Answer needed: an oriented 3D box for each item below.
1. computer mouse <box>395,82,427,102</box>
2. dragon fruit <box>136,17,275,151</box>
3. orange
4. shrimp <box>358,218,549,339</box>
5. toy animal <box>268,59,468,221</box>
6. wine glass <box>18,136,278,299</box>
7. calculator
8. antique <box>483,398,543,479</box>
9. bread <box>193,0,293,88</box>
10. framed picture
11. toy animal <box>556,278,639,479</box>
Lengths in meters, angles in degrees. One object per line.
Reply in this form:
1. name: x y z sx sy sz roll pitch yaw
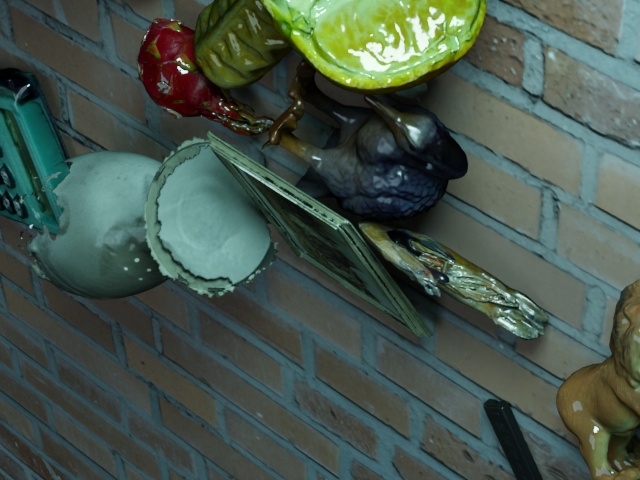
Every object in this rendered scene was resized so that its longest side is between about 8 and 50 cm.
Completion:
1. computer mouse: 0.070 -0.179 1.614 0.110 0.032 0.056 47 160 -22
2. dragon fruit: -0.129 -0.162 1.831 0.190 0.094 0.094 44 148 1
3. orange: 0.031 -0.239 1.462 0.237 0.179 0.158 54 171 -5
4. shrimp: 0.133 0.036 1.654 0.219 0.046 0.152 32 -175 0
5. toy animal: 0.043 -0.090 1.630 0.185 0.122 0.298 24 162 -2
6. wine glass: -0.211 -0.021 1.978 0.357 0.190 0.190 -1 121 53
7. calculator: -0.436 -0.130 2.284 0.274 0.058 0.248 17 133 45
8. antique: 0.230 0.259 1.861 0.031 0.015 0.192 0 122 52
9. bread: -0.054 -0.232 1.666 0.098 0.087 0.269 50 149 -3
10. framed picture: 0.000 0.000 1.777 0.217 0.017 0.274 32 168 36
11. toy animal: 0.300 0.143 1.602 0.157 0.097 0.312 58 152 13
